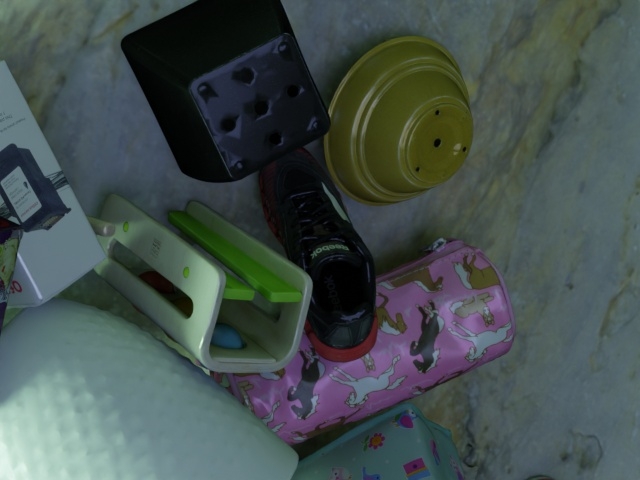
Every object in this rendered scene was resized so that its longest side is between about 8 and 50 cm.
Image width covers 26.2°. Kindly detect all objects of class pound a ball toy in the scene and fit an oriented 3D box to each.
[{"bbox_3d":[-0.187,0.041,1.532,0.208,0.319,0.136,4,107,-38],"label":"pound a ball toy"}]

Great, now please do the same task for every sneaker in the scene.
[{"bbox_3d":[0.001,0.000,1.602,0.097,0.135,0.276,-16,74,-9],"label":"sneaker"}]

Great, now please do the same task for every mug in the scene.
[{"bbox_3d":[-0.237,0.231,1.530,0.328,0.374,0.276,42,85,-2],"label":"mug"}]

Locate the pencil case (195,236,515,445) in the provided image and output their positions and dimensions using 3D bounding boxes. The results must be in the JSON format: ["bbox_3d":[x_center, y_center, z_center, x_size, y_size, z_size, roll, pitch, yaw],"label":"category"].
[{"bbox_3d":[0.046,0.132,1.716,0.386,0.167,0.160,-23,155,-11],"label":"pencil case"}]

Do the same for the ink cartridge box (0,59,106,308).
[{"bbox_3d":[-0.353,-0.053,1.458,0.100,0.172,0.237,-35,107,-34],"label":"ink cartridge box"}]

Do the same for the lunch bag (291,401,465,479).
[{"bbox_3d":[0.058,0.366,1.732,0.262,0.223,0.160,-29,142,18],"label":"lunch bag"}]

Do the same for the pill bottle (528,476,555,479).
[{"bbox_3d":[0.336,0.403,1.917,0.087,0.160,0.087,-6,111,-17],"label":"pill bottle"}]

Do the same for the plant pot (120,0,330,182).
[{"bbox_3d":[-0.090,-0.170,1.549,0.187,0.167,0.188,-28,115,-9],"label":"plant pot"}]

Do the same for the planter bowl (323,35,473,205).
[{"bbox_3d":[0.117,-0.129,1.651,0.217,0.090,0.217,-16,120,-29],"label":"planter bowl"}]

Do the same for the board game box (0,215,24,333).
[{"bbox_3d":[-0.460,0.025,1.410,0.056,0.346,0.208,-15,123,-56],"label":"board game box"}]
